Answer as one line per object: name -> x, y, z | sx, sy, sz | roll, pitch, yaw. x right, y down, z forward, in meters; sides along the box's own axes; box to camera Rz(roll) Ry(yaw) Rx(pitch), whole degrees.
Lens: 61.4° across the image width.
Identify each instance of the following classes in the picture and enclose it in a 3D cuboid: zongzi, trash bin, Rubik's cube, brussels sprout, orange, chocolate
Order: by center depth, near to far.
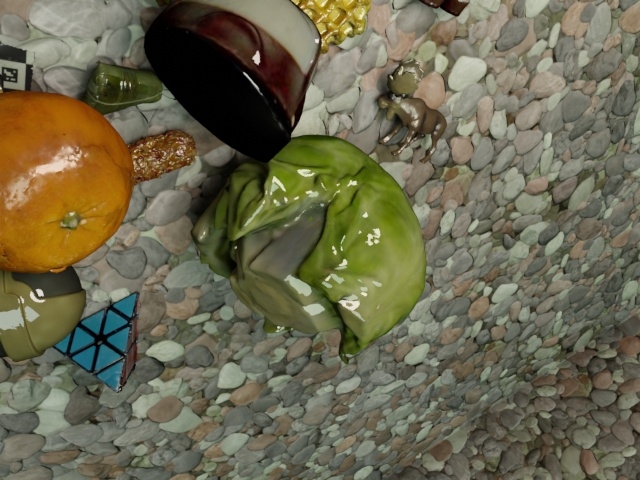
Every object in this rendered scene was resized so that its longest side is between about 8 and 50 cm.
orange -> -0.427, -0.088, 0.818 | 0.284, 0.226, 0.284 | -44, 158, -23
chocolate -> -0.114, -0.285, 0.842 | 0.186, 0.283, 0.284 | -52, 134, -16
trash bin -> -0.578, 0.108, 0.916 | 0.333, 0.214, 0.214 | -8, 127, -13
zongzi -> -0.326, -0.236, 0.919 | 0.154, 0.062, 0.130 | -5, 149, -45
brussels sprout -> 0.005, -0.010, 1.066 | 0.425, 0.342, 0.361 | 41, 57, -11
Rubik's cube -> -0.486, 0.237, 1.158 | 0.178, 0.212, 0.190 | 7, 147, -7

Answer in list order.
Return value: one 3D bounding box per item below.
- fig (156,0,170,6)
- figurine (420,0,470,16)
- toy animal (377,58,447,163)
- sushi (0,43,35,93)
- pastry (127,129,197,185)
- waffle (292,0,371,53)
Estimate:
fig -> -0.264, -0.437, 0.671 | 0.233, 0.233, 0.314 | -25, 125, -10
figurine -> 0.286, -0.579, 0.914 | 0.281, 0.167, 0.370 | 8, 128, -27
toy animal -> 0.191, -0.274, 1.139 | 0.214, 0.094, 0.186 | 6, 124, -40
sushi -> -0.554, -0.209, 0.798 | 0.215, 0.050, 0.192 | 7, 119, -32
pastry -> -0.303, -0.144, 0.972 | 0.169, 0.063, 0.087 | -25, 134, -11
waffle -> -0.004, -0.447, 0.920 | 0.248, 0.056, 0.253 | -22, 133, -13
